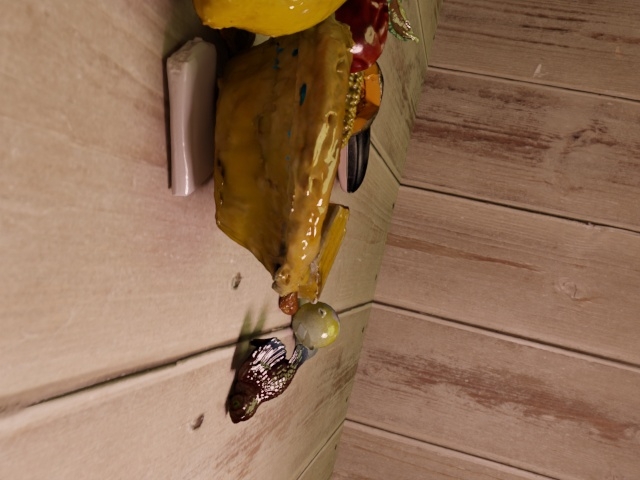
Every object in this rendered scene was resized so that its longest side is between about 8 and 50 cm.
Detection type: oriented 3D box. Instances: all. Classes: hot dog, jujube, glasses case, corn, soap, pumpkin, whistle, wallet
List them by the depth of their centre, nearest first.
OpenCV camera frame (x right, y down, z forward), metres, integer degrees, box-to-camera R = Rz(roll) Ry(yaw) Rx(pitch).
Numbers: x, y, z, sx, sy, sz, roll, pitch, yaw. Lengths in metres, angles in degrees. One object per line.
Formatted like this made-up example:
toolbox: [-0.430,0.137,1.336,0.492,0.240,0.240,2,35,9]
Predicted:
wallet: [-0.155,-0.151,0.829,0.095,0.033,0.190,-62,162,-56]
jujube: [0.051,-0.420,1.215,0.155,0.155,0.230,-3,105,-77]
corn: [0.039,-0.315,1.406,0.097,0.097,0.320,59,43,-73]
hot dog: [-0.069,0.131,1.516,0.083,0.035,0.058,90,18,-48]
pumpkin: [0.080,-0.317,1.519,0.107,0.119,0.183,11,95,-67]
soap: [0.000,0.000,1.585,0.160,0.080,0.257,91,16,-49]
whistle: [-0.014,0.229,1.697,0.223,0.123,0.123,110,3,-49]
glasses case: [0.084,-0.249,1.715,0.314,0.075,0.122,87,18,-52]

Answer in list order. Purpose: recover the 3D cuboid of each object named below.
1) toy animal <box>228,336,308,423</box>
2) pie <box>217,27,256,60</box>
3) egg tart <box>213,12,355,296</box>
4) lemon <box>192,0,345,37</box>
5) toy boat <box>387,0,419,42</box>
toy animal: [-0.104,0.276,1.321,0.218,0.116,0.179,96,12,-58]
pie: [-0.110,-0.286,0.896,0.170,0.034,0.092,84,20,-73]
egg tart: [-0.055,-0.121,0.894,0.388,0.169,0.388,-174,-90,-86]
lemon: [-0.043,-0.338,0.683,0.236,0.236,0.263,54,30,-74]
toy boat: [0.197,-0.615,1.803,0.293,0.099,0.108,48,55,-66]
